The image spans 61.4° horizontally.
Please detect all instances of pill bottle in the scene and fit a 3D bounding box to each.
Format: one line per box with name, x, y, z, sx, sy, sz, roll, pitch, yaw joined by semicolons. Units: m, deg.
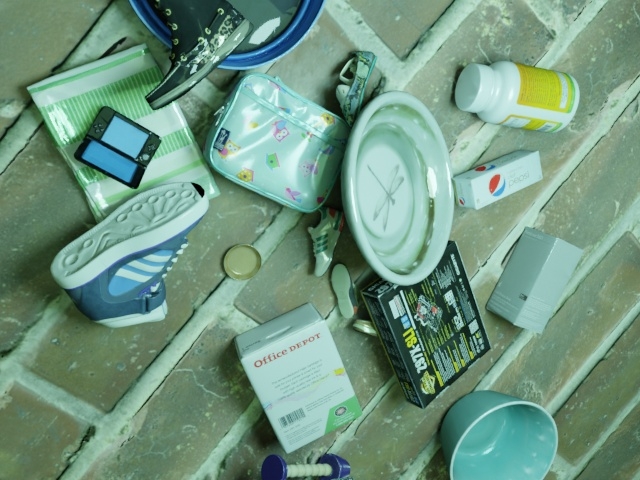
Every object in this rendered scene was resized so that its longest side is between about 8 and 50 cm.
pill bottle;0.433;-0.323;1.202;0.246;0.136;0.136;4;103;-18

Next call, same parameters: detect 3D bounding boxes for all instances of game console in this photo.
game console;-0.369;-0.172;0.994;0.122;0.071;0.107;30;95;-24

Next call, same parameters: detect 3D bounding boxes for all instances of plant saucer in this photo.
plant saucer;0.149;-0.107;1.141;0.400;0.100;0.400;1;88;-50
plant saucer;-0.171;0.047;1.183;0.083;0.015;0.083;-4;106;-15

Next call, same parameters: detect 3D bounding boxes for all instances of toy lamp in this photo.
toy lamp;-0.024;0.549;1.291;0.275;0.080;0.080;27;96;-46

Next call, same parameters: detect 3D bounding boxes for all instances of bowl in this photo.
bowl;-0.173;-0.518;0.995;0.391;0.077;0.391;-4;106;-16
bowl;0.442;0.524;1.425;0.311;0.163;0.311;-5;106;-17

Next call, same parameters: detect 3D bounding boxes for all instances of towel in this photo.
towel;-0.373;-0.184;1.046;0.248;0.038;0.325;-26;111;-10

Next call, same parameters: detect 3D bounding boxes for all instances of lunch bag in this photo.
lunch bag;-0.085;-0.201;1.091;0.279;0.108;0.224;26;96;-22

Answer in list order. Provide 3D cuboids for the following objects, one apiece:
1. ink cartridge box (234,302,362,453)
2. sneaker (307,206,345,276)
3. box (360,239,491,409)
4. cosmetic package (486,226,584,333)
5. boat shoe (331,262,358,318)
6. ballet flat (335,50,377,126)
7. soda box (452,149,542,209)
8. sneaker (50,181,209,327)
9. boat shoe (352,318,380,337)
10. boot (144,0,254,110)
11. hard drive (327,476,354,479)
ink cartridge box;-0.050;0.312;1.238;0.201;0.117;0.278;-24;111;-9
sneaker;0.000;0.000;1.210;0.075;0.057;0.161;19;100;-4
box;0.260;0.193;1.285;0.257;0.079;0.322;-32;111;-23
cosmetic package;0.537;0.097;1.357;0.107;0.127;0.238;18;97;-21
boat shoe;0.061;0.113;1.260;0.043;0.049;0.137;-34;117;-52
ballet flat;0.064;-0.313;1.102;0.070;0.070;0.188;29;59;-22
soda box;0.415;-0.145;1.263;0.216;0.069;0.074;-24;110;-22
sneaker;-0.333;0.047;1.073;0.323;0.130;0.236;-33;140;-10
boat shoe;0.163;0.204;1.310;0.190;0.068;0.072;16;87;-32
boot;-0.254;-0.359;0.929;0.236;0.085;0.178;-45;110;-8
hard drive;-0.079;0.597;1.218;0.237;0.339;0.064;2;61;-17
